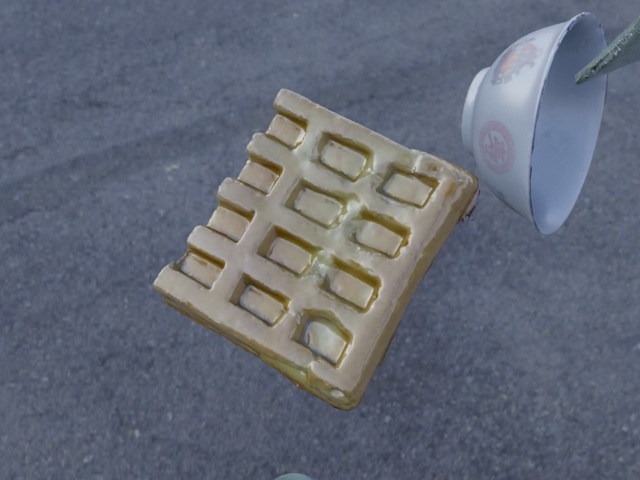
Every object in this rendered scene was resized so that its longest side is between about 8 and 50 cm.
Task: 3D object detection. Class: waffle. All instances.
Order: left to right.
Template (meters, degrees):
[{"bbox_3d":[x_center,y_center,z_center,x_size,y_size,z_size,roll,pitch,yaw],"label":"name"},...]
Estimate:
[{"bbox_3d":[0.000,0.001,1.243,0.304,0.077,0.348,27,80,18],"label":"waffle"}]

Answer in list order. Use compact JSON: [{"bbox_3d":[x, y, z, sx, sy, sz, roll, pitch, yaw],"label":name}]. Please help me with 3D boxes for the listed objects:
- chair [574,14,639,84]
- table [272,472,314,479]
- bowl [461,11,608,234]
[{"bbox_3d":[0.355,-0.258,0.913,0.319,0.160,0.186,-8,67,-30],"label":"chair"},{"bbox_3d":[-0.017,0.475,1.618,0.126,0.126,0.220,-4,4,-19],"label":"table"},{"bbox_3d":[0.320,-0.190,1.529,0.157,0.345,0.345,15,36,30],"label":"bowl"}]
